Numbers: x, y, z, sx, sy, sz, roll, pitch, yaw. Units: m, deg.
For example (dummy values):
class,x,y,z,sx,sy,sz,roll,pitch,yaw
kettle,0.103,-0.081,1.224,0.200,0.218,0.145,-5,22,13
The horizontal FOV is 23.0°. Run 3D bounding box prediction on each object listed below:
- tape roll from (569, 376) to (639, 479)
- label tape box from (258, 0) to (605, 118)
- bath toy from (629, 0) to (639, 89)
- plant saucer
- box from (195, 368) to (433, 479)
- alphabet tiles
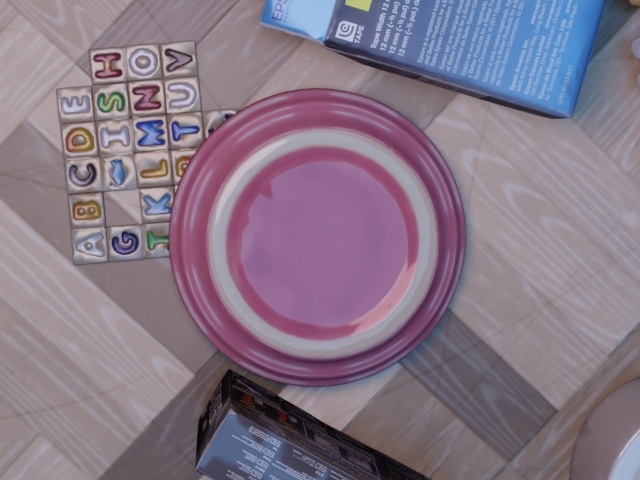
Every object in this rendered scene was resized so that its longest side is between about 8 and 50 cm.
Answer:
class,x,y,z,sx,sy,sz,roll,pitch,yaw
tape roll,0.411,0.276,1.734,0.246,0.169,0.246,0,95,-4
label tape box,0.134,-0.296,1.697,0.347,0.115,0.249,16,94,-2
bath toy,0.440,-0.132,1.727,0.129,0.151,0.348,-12,96,-45
plant saucer,0.000,0.000,1.722,0.332,0.084,0.332,-1,96,-6
box,0.018,0.258,1.672,0.307,0.242,0.076,29,93,-6
alphabet tiles,-0.186,-0.098,1.745,0.198,0.009,0.237,-5,96,-3
